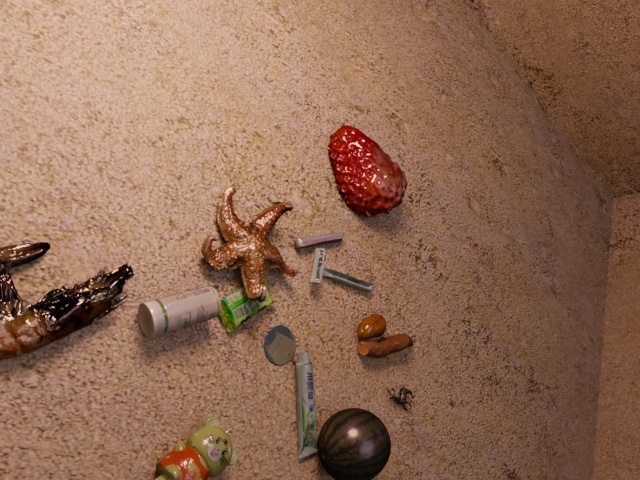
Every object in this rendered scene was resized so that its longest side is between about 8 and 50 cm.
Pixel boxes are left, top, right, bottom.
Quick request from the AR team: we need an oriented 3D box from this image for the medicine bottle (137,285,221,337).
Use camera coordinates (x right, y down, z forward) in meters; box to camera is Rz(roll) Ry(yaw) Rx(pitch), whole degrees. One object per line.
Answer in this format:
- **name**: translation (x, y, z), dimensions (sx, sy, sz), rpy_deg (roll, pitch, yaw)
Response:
- **medicine bottle**: translation (-0.342, 0.171, 1.261), dimensions (0.183, 0.086, 0.086), rpy_deg (-12, 89, -42)

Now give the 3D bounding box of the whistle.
- **whistle**: translation (-0.310, 0.532, 1.193), dimensions (0.288, 0.106, 0.131), rpy_deg (-32, 95, -41)

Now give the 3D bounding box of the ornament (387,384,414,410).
- **ornament**: translation (0.273, 0.528, 1.761), dimensions (0.125, 0.028, 0.073), rpy_deg (38, 59, -31)

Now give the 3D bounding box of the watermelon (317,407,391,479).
- **watermelon**: translation (0.094, 0.586, 1.470), dimensions (0.212, 0.212, 0.212), rpy_deg (11, 74, -39)

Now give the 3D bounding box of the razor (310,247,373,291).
- **razor**: translation (0.070, 0.120, 1.664), dimensions (0.278, 0.056, 0.111), rpy_deg (26, 65, -43)

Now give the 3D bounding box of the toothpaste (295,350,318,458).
- **toothpaste**: translation (-0.042, 0.469, 1.484), dimensions (0.075, 0.048, 0.296), rpy_deg (-1, 86, -42)

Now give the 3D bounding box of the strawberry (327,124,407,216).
- **strawberry**: translation (0.170, -0.248, 1.764), dimensions (0.265, 0.149, 0.336), rpy_deg (-46, 110, -36)

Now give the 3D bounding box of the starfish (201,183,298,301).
- **starfish**: translation (-0.175, 0.008, 1.422), dimensions (0.312, 0.113, 0.303), rpy_deg (40, 58, -18)

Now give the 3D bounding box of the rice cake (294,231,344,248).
- **rice cake**: translation (0.000, -0.001, 1.636), dimensions (0.208, 0.033, 0.033), rpy_deg (-9, 77, -43)

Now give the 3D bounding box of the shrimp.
- **shrimp**: translation (-0.583, 0.098, 1.083), dimensions (0.365, 0.071, 0.233), rpy_deg (-30, 95, -36)

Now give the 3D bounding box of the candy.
- **candy**: translation (-0.205, 0.168, 1.418), dimensions (0.178, 0.032, 0.102), rpy_deg (-31, 98, -40)

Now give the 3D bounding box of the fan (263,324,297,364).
- **fan**: translation (-0.098, 0.325, 1.493), dimensions (0.175, 0.005, 0.113), rpy_deg (52, 53, -20)

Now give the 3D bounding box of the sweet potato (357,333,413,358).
- **sweet potato**: translation (0.243, 0.355, 1.747), dimensions (0.281, 0.059, 0.067), rpy_deg (-1, 109, -39)

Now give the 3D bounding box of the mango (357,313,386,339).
- **mango**: translation (0.171, 0.286, 1.698), dimensions (0.127, 0.063, 0.077), rpy_deg (-16, 82, -41)
